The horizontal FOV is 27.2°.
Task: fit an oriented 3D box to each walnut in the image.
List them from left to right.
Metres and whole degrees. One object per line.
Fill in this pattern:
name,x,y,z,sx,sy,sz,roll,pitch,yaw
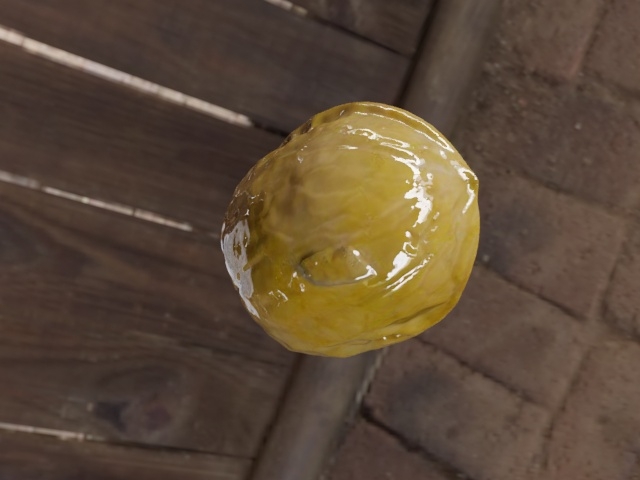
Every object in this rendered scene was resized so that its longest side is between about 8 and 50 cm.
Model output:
walnut,0.000,0.000,0.485,0.121,0.052,0.091,-31,80,43
